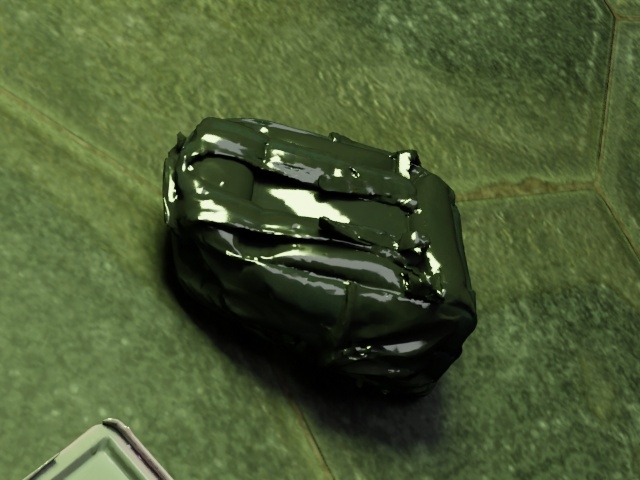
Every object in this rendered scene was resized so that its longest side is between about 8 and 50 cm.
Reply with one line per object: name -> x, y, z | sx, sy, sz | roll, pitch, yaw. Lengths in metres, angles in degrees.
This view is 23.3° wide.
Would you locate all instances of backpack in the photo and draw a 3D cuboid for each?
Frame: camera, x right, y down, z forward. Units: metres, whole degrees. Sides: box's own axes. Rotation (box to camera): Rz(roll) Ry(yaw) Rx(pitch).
backpack -> 0.000, 0.000, 1.133 | 0.258, 0.133, 0.206 | 18, 43, -20

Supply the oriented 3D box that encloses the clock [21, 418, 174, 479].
clock -> -0.112, 0.215, 0.879 | 0.192, 0.071, 0.147 | 48, 39, 3
